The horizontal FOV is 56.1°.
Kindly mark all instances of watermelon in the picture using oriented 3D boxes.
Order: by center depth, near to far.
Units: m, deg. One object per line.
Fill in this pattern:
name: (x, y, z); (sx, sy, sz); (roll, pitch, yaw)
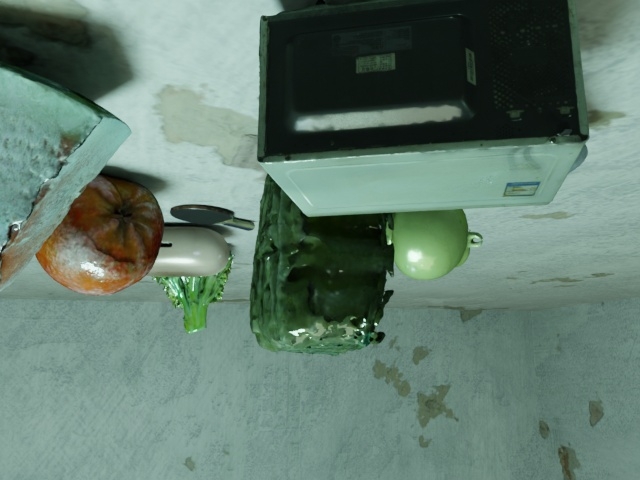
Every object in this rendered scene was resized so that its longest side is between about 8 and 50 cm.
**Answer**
watermelon: (-0.329, -0.039, 0.523); (0.319, 0.214, 0.289); (-8, 174, -21)

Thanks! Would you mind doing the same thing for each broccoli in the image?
broccoli: (-0.279, 0.105, 1.286); (0.194, 0.194, 0.219); (7, 163, -32)

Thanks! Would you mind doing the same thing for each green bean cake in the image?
green bean cake: (0.000, 0.000, 0.643); (0.132, 0.241, 0.255); (6, 168, -8)

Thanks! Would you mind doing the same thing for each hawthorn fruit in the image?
hawthorn fruit: (-0.303, -0.005, 0.816); (0.172, 0.173, 0.173); (0, 169, 0)

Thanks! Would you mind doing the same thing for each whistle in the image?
whistle: (0.093, -0.025, 0.897); (0.294, 0.141, 0.141); (16, 176, 26)

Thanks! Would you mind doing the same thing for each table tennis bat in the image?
table tennis bat: (-0.180, -0.038, 1.026); (0.158, 0.014, 0.095); (13, 162, -43)

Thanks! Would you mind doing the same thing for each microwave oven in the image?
microwave oven: (0.071, -0.098, 0.443); (0.204, 0.129, 0.163); (-2, 166, 10)

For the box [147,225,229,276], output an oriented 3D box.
box: (-0.273, 0.022, 1.130); (0.200, 0.088, 0.146); (1, 167, 0)

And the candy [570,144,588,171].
candy: (0.174, -0.078, 0.603); (0.138, 0.071, 0.174); (0, -168, 41)
